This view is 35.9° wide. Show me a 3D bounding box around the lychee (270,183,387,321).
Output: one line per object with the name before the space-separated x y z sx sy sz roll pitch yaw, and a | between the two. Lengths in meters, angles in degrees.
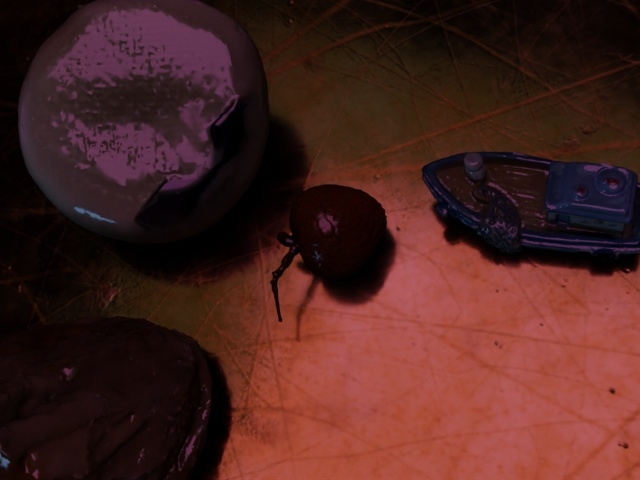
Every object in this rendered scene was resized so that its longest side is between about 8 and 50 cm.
lychee | 0.005 -0.003 1.047 0.140 0.101 0.114 -19 72 -29

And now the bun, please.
bun | -0.187 -0.133 1.111 0.283 0.179 0.283 0 91 6

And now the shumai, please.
shumai | -0.271 0.172 0.966 0.314 0.262 0.267 -31 68 -2

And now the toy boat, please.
toy boat | 0.220 -0.046 1.026 0.237 0.098 0.109 10 70 15
